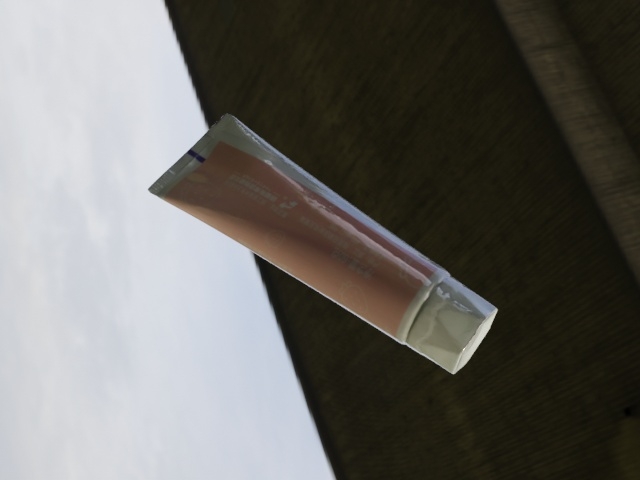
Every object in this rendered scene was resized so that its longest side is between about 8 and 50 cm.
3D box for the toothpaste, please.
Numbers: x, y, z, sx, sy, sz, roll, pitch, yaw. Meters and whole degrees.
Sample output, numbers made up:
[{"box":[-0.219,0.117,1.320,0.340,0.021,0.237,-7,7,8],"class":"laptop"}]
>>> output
[{"box":[0.000,0.000,0.457,0.194,0.067,0.043,34,-21,20],"class":"toothpaste"}]
